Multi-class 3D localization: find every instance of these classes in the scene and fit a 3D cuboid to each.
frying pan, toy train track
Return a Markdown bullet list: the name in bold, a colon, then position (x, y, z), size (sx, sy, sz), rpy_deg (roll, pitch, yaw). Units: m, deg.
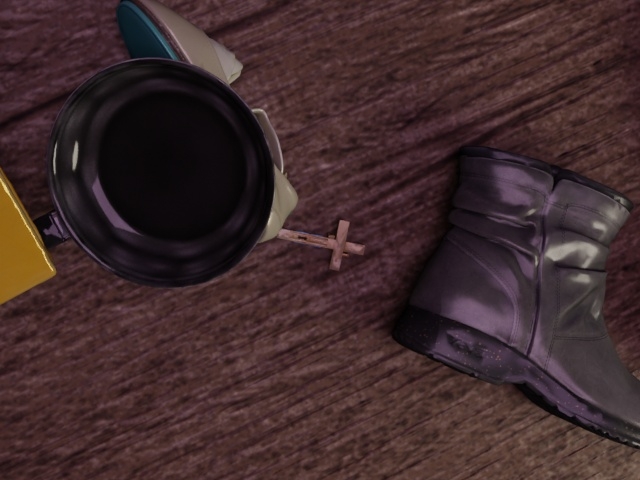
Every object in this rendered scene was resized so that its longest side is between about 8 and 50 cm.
- **frying pan**: position (-0.173, -0.011, 0.980), size (0.197, 0.053, 0.326), rpy_deg (41, 109, -4)
- **toy train track**: position (0.000, 0.000, 1.071), size (0.083, 0.014, 0.048), rpy_deg (11, 100, -7)

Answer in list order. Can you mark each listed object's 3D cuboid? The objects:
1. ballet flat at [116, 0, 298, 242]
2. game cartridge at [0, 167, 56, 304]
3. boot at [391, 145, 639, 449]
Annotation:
- **ballet flat**: position (-0.093, -0.117, 1.015), size (0.086, 0.086, 0.248), rpy_deg (-28, 101, -8)
- **game cartridge**: position (-0.404, -0.014, 0.852), size (0.323, 0.053, 0.285), rpy_deg (-27, 124, -9)
- **boot**: position (0.252, 0.057, 1.080), size (0.338, 0.118, 0.223), rpy_deg (26, 84, -17)
